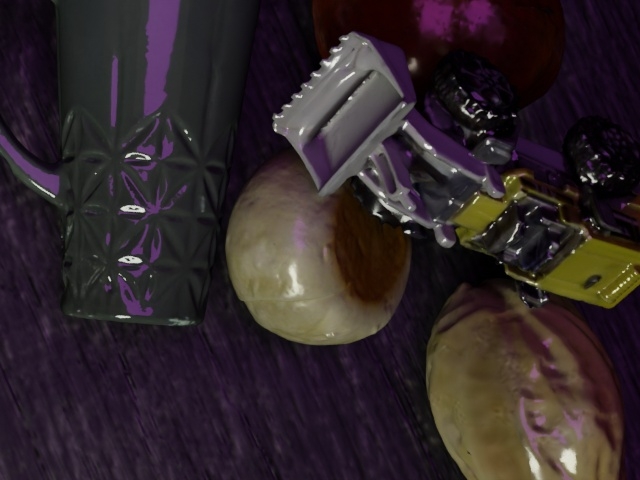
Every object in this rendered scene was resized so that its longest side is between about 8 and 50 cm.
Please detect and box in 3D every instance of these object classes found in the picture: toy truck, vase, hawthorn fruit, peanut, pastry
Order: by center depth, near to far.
[{"bbox_3d":[0.112,-0.039,1.280,0.286,0.136,0.111,21,42,-26],"label":"toy truck"},{"bbox_3d":[-0.135,-0.093,1.335,0.251,0.156,0.301,4,89,-14],"label":"vase"},{"bbox_3d":[0.000,0.000,1.349,0.092,0.156,0.156,4,81,32],"label":"pastry"},{"bbox_3d":[0.164,0.178,1.357,0.149,0.149,0.313,-9,86,-11],"label":"peanut"},{"bbox_3d":[0.082,-0.175,1.365,0.185,0.185,0.202,-13,80,-12],"label":"hawthorn fruit"}]
